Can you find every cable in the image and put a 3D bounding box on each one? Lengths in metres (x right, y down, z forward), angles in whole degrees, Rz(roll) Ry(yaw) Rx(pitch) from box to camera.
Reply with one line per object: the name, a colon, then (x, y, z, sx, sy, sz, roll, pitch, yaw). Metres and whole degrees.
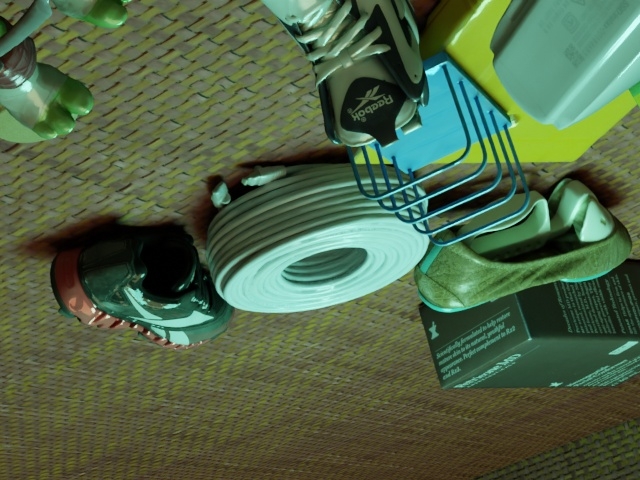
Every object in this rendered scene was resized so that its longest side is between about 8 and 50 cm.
cable: (0.000, 0.000, 1.466, 0.257, 0.089, 0.257, -9, 157, -13)

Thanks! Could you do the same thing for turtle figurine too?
turtle figurine: (-0.182, -0.167, 0.822, 0.275, 0.197, 0.266, -15, 162, 11)

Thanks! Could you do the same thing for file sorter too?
file sorter: (0.108, -0.076, 1.211, 0.118, 0.104, 0.170, -25, 154, 20)

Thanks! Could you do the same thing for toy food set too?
toy food set: (-0.249, -0.110, 1.141, 0.083, 0.020, 0.083, -20, 157, 12)

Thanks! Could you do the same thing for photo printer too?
photo printer: (0.289, -0.230, 0.958, 0.308, 0.107, 0.256, -35, 171, -23)

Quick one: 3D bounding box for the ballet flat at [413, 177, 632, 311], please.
ballet flat: (0.261, -0.009, 1.583, 0.342, 0.116, 0.124, -12, 131, -30)

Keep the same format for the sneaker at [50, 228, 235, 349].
sneaker: (-0.168, 0.055, 1.480, 0.135, 0.097, 0.276, -24, 155, 27)

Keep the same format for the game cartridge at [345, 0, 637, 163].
game cartridge: (0.211, -0.173, 1.251, 0.285, 0.052, 0.323, -2, 152, -28)

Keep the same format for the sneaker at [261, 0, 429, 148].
sneaker: (0.021, -0.152, 1.035, 0.094, 0.153, 0.235, -23, 157, 16)

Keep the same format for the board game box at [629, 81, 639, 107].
board game box: (0.420, -0.209, 1.052, 0.214, 0.046, 0.317, -30, 178, -36)

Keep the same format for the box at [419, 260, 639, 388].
box: (0.354, 0.122, 1.918, 0.382, 0.143, 0.191, 5, 151, -36)
